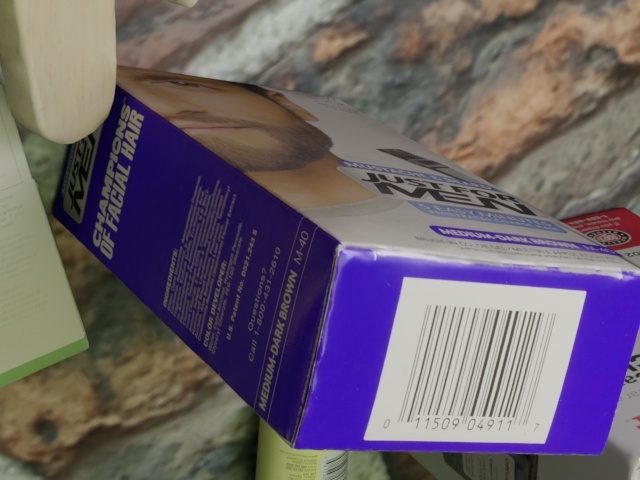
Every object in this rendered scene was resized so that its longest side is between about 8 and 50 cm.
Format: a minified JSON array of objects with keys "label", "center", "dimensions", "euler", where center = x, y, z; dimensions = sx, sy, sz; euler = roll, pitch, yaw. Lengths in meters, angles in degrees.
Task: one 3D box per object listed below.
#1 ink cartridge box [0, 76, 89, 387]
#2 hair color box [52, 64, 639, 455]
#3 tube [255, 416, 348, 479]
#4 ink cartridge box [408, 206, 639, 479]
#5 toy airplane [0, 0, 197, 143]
[{"label":"ink cartridge box","center":[-0.245,-0.011,0.952],"dimensions":[0.171,0.056,0.235],"euler":[-23,116,-20]},{"label":"hair color box","center":[0.000,0.000,0.918],"dimensions":[0.185,0.339,0.110],"euler":[6,105,-30]},{"label":"tube","center":[-0.019,0.220,1.170],"dimensions":[0.070,0.062,0.240],"euler":[10,117,14]},{"label":"ink cartridge box","center":[0.194,0.102,1.085],"dimensions":[0.226,0.306,0.131],"euler":[-11,114,-25]},{"label":"toy airplane","center":[-0.125,-0.254,0.774],"dimensions":[0.386,0.272,0.384],"euler":[-51,144,10]}]
